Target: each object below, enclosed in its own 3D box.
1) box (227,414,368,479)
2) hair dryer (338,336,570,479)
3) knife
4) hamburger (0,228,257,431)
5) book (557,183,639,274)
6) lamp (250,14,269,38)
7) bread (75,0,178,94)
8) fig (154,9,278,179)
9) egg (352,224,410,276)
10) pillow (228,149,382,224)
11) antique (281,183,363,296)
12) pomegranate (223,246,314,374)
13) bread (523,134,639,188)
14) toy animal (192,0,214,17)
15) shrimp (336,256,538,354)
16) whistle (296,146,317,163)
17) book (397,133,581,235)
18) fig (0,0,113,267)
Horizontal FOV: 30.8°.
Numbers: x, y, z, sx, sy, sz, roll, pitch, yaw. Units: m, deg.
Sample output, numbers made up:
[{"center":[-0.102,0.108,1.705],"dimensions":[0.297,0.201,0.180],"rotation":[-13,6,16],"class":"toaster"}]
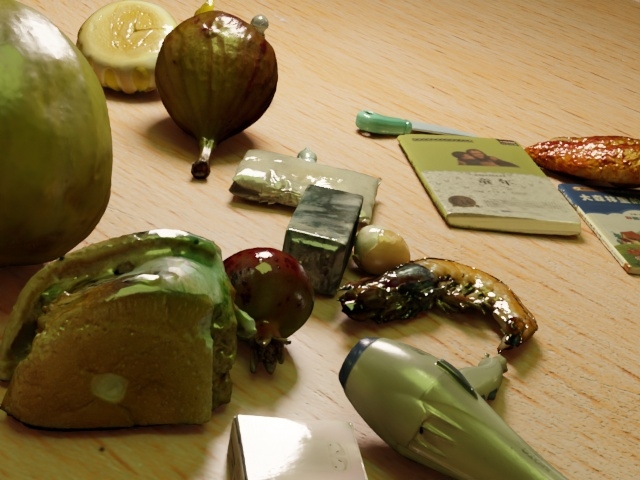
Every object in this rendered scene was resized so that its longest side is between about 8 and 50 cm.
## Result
[{"center":[-0.022,0.236,1.171],"dimensions":[0.129,0.051,0.130],"rotation":[6,27,-13],"class":"box"},{"center":[0.199,0.213,1.284],"dimensions":[0.298,0.119,0.296],"rotation":[5,30,-43],"class":"hair dryer"},{"center":[0.181,-0.215,2.209],"dimensions":[0.260,0.035,0.063],"rotation":[5,19,-28],"class":"knife"},{"center":[-0.203,0.089,1.256],"dimensions":[0.287,0.192,0.167],"rotation":[1,18,-22],"class":"hamburger"},{"center":[0.561,-0.019,1.975],"dimensions":[0.228,0.018,0.322],"rotation":[5,27,-14],"class":"book"},{"center":[-0.123,-0.344,2.181],"dimensions":[0.090,0.163,0.091],"rotation":[11,23,-5],"class":"lamp"},{"center":[-0.351,-0.351,2.139],"dimensions":[0.213,0.105,0.213],"rotation":[3,51,-3],"class":"bread"},{"center":[-0.190,-0.223,1.929],"dimensions":[0.216,0.217,0.321],"rotation":[11,53,-1],"class":"fig"},{"center":[0.088,0.016,1.644],"dimensions":[0.083,0.071,0.071],"rotation":[16,25,-5],"class":"egg"},{"center":[-0.021,-0.087,1.831],"dimensions":[0.229,0.050,0.148],"rotation":[15,35,-1],"class":"pillow"},{"center":[0.000,0.000,1.619],"dimensions":[0.086,0.088,0.183],"rotation":[13,25,5],"class":"antique"},{"center":[-0.077,0.077,1.392],"dimensions":[0.129,0.129,0.159],"rotation":[14,30,5],"class":"pomegranate"},{"center":[0.504,-0.154,2.126],"dimensions":[0.268,0.095,0.139],"rotation":[19,18,32],"class":"bread"},{"center":[-0.257,-0.364,2.258],"dimensions":[0.155,0.219,0.095],"rotation":[48,5,-8],"class":"toy animal"},{"center":[0.162,0.091,1.537],"dimensions":[0.290,0.054,0.222],"rotation":[-7,32,-41],"class":"shrimp"},{"center":[-0.023,-0.132,1.939],"dimensions":[0.035,0.035,0.100],"rotation":[9,25,-6],"class":"whistle"},{"center":[0.284,-0.104,2.014],"dimensions":[0.239,0.035,0.352],"rotation":[3,27,-13],"class":"book"},{"center":[-0.413,-0.132,1.413],"dimensions":[0.343,0.343,0.343],"rotation":[9,26,-5],"class":"fig"}]
